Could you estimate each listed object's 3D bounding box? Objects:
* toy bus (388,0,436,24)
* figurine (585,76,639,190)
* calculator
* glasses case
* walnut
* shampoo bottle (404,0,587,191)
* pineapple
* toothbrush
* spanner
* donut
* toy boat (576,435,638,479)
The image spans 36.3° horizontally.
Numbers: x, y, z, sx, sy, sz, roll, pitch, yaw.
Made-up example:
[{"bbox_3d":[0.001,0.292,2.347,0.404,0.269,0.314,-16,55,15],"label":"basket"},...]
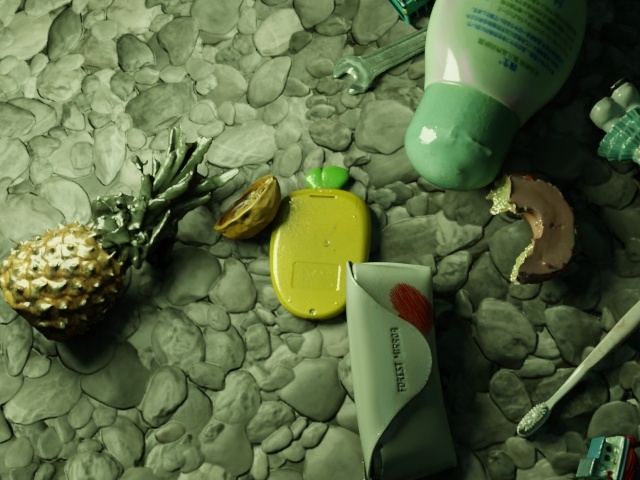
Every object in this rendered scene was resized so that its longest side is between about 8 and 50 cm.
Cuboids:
[{"bbox_3d":[0.175,-0.413,1.495,0.160,0.092,0.079,-36,73,1],"label":"toy bus"},{"bbox_3d":[0.467,-0.105,1.353,0.138,0.110,0.245,-37,68,4],"label":"figurine"},{"bbox_3d":[0.000,0.000,1.411,0.146,0.032,0.235,2,73,8],"label":"calculator"},{"bbox_3d":[0.105,0.169,1.305,0.128,0.083,0.308,-5,77,-3],"label":"glasses case"},{"bbox_3d":[-0.096,-0.041,1.416,0.121,0.091,0.052,-38,110,18],"label":"walnut"},{"bbox_3d":[0.237,-0.234,1.390,0.222,0.151,0.350,27,79,-13],"label":"shampoo bottle"},{"bbox_3d":[-0.275,-0.010,1.385,0.364,0.165,0.165,-39,71,-9],"label":"pineapple"},{"bbox_3d":[0.374,0.153,1.314,0.307,0.029,0.025,-43,64,-8],"label":"toothbrush"},{"bbox_3d":[0.159,-0.310,1.503,0.302,0.017,0.071,-28,71,-2],"label":"spanner"},{"bbox_3d":[0.302,-0.017,1.355,0.117,0.065,0.166,0,75,-15],"label":"donut"},{"bbox_3d":[0.355,0.325,1.238,0.058,0.069,0.173,19,74,-2],"label":"toy boat"}]
